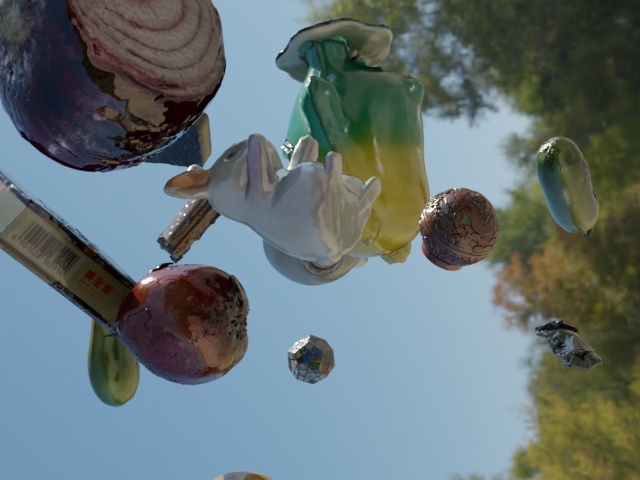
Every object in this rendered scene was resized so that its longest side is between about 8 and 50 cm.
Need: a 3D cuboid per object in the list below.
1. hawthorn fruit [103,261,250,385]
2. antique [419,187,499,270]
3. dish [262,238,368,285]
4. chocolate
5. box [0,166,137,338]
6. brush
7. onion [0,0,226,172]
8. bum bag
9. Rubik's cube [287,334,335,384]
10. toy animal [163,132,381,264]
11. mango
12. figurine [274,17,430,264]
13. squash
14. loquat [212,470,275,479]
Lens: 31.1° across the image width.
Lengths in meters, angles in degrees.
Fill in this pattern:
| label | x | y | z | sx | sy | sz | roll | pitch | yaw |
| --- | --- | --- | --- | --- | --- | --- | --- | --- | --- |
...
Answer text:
| label | x | y | z | sx | sy | sz | roll | pitch | yaw |
| --- | --- | --- | --- | --- | --- | --- | --- | --- | --- |
| hawthorn fruit | -0.217 | 0.123 | 1.657 | 0.181 | 0.235 | 0.181 | -9 | -90 | -74 |
| antique | 0.170 | -0.017 | 1.402 | 0.104 | 0.104 | 0.104 | -7 | -90 | -74 |
| dish | 0.000 | 0.000 | 2.193 | 0.086 | 0.236 | 0.228 | -117 | 34 | -58 |
| chocolate | -0.276 | -0.096 | 2.771 | 0.102 | 0.329 | 0.065 | 39 | 178 | 37 |
| box | -0.398 | 0.016 | 1.734 | 0.084 | 0.198 | 0.310 | -49 | -46 | -6 |
| brush | -0.329 | -0.216 | 2.392 | 0.059 | 0.197 | 0.123 | -75 | -12 | -46 |
| onion | -0.287 | -0.243 | 1.466 | 0.282 | 0.260 | 0.337 | -8 | -113 | -47 |
| bum bag | 0.529 | 0.218 | 2.442 | 0.198 | 0.087 | 0.049 | -119 | 32 | -63 |
| Rubik's cube | -0.021 | 0.267 | 2.584 | 0.093 | 0.111 | 0.111 | 55 | -157 | -12 |
| toy animal | -0.070 | -0.075 | 1.410 | 0.140 | 0.282 | 0.138 | 9 | -75 | -61 |
| mango | -0.351 | 0.190 | 1.973 | 0.122 | 0.085 | 0.191 | -4 | -83 | -76 |
| figurine | 0.058 | -0.137 | 1.693 | 0.323 | 0.231 | 0.340 | 23 | -128 | -66 |
| squash | 0.415 | -0.073 | 1.905 | 0.331 | 0.087 | 0.087 | 49 | -143 | -60 |
| loquat | -0.119 | 0.434 | 1.641 | 0.208 | 0.208 | 0.208 | -7 | -90 | -74 |
